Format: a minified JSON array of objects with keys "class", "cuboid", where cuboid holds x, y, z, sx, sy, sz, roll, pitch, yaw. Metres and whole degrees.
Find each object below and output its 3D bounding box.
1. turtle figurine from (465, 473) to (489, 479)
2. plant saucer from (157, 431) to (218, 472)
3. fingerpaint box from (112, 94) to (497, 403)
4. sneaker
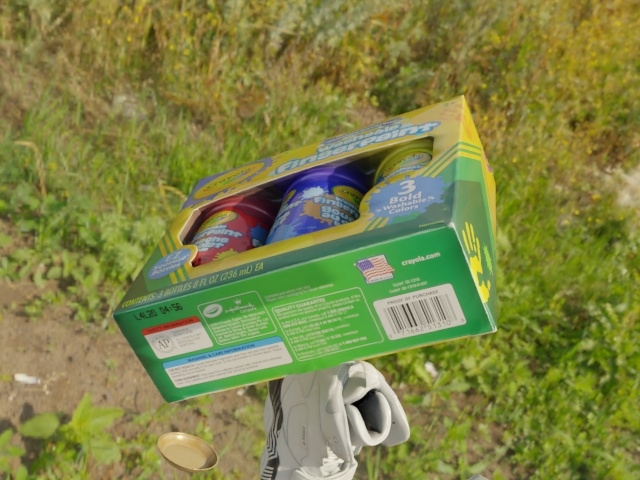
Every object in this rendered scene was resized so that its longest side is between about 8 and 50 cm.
[{"class":"turtle figurine","cuboid":[0.039,0.290,0.622,0.266,0.275,0.198,-9,73,-20]},{"class":"plant saucer","cuboid":[-0.176,0.282,1.085,0.083,0.015,0.083,21,13,-5]},{"class":"fingerpaint box","cuboid":[0.000,0.000,1.113,0.445,0.163,0.371,-15,27,20]},{"class":"sneaker","cuboid":[0.016,0.323,1.247,0.137,0.366,0.210,-9,15,-37]}]
